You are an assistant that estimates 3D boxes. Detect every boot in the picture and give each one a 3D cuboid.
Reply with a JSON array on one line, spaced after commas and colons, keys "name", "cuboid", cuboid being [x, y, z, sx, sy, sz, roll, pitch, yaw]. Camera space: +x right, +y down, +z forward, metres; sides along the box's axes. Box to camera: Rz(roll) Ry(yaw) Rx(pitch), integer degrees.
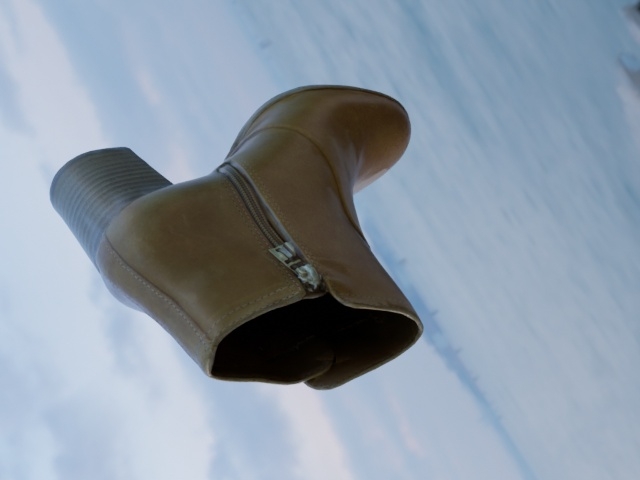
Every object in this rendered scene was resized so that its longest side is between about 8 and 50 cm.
[{"name": "boot", "cuboid": [0.000, -0.001, 0.815, 0.211, 0.295, 0.104, 40, 130, 38]}]
